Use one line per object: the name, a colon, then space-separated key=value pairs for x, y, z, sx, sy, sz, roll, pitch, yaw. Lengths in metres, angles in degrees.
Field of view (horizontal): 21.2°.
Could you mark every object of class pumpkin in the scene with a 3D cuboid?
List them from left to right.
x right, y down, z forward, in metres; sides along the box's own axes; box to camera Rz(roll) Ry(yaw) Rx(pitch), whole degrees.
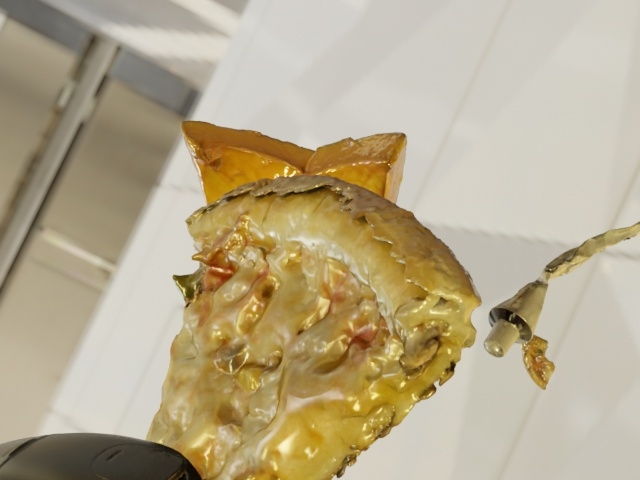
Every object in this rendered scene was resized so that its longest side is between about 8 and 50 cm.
pumpkin: x=-0.018 y=0.015 z=1.824 sx=0.258 sy=0.290 sz=0.095 roll=4 pitch=-160 yaw=17

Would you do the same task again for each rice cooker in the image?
rice cooker: x=-0.165 y=0.207 z=1.246 sx=0.203 sy=0.118 sz=0.142 roll=12 pitch=-162 yaw=23

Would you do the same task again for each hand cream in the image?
hand cream: x=0.256 y=0.040 z=1.783 sx=0.050 sy=0.257 sz=0.084 roll=51 pitch=152 yaw=5

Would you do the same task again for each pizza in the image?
pizza: x=-0.048 y=0.074 z=1.541 sx=0.080 sy=0.435 sz=0.392 roll=30 pitch=-152 yaw=-32
pizza: x=0.261 y=0.140 z=2.061 sx=0.037 sy=0.083 sz=0.016 roll=-13 pitch=-175 yaw=5
